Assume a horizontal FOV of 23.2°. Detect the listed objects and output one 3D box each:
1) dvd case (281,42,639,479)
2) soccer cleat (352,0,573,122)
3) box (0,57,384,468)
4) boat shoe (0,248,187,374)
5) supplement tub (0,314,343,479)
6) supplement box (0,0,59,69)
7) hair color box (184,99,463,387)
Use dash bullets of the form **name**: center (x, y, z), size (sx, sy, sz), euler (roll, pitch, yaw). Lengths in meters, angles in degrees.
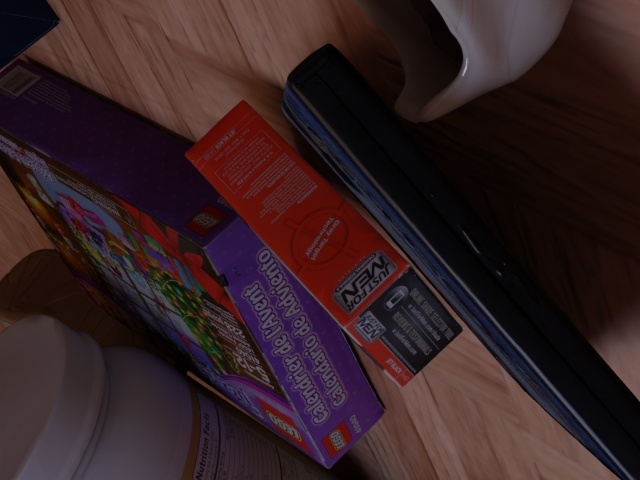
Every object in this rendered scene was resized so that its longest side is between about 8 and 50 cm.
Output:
- **dvd case**: center (0.050, 0.005, 0.607), size (0.180, 0.022, 0.253), euler (49, 180, -4)
- **soccer cleat**: center (0.015, -0.125, 0.465), size (0.068, 0.076, 0.196), euler (17, 144, 56)
- **box**: center (-0.100, 0.009, 1.012), size (0.293, 0.057, 0.201), euler (28, 153, 46)
- **boat shoe**: center (-0.177, 0.078, 1.271), size (0.092, 0.103, 0.285), euler (46, 163, -33)
- **supplement tub**: center (-0.117, 0.213, 1.079), size (0.316, 0.228, 0.228), euler (37, 168, -28)
- **supplement box**: center (-0.219, -0.149, 0.966), size (0.083, 0.056, 0.083), euler (55, 160, -19)
- **hair color box**: center (0.000, 0.000, 0.741), size (0.141, 0.043, 0.072), euler (45, 178, 38)
